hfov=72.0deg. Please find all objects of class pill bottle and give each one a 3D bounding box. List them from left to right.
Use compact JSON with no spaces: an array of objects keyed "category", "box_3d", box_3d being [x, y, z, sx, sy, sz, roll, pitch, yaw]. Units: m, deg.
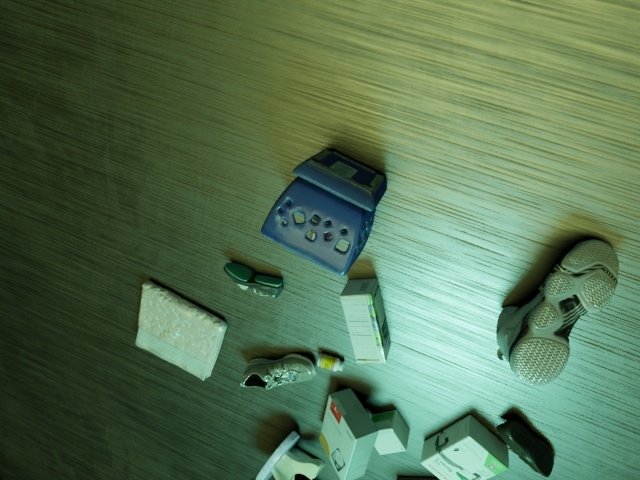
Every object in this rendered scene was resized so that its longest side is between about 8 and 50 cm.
[{"category":"pill bottle","box_3d":[0.034,0.398,1.430,0.083,0.043,0.043,12,119,15]}]

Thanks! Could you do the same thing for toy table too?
[{"category":"toy table","box_3d":[-0.110,0.847,1.616,0.161,0.252,0.274,37,129,20]}]

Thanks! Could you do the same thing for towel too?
[{"category":"towel","box_3d":[-0.521,0.337,1.610,0.331,0.053,0.317,26,122,6]}]

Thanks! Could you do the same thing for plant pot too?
[{"category":"plant pot","box_3d":[0.026,-0.087,1.083,0.235,0.236,0.212,28,117,7]}]

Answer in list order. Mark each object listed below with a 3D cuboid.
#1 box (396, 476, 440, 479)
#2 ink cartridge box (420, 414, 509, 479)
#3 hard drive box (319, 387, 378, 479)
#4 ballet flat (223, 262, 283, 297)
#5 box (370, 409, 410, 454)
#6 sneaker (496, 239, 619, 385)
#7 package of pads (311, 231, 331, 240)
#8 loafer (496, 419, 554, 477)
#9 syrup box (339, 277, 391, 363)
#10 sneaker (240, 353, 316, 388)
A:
[{"category":"box","box_3d":[0.365,0.936,1.501,0.203,0.167,0.169,-12,111,26]},{"category":"ink cartridge box","box_3d":[0.447,0.671,1.380,0.160,0.092,0.219,39,122,-1]},{"category":"hard drive box","box_3d":[0.087,0.640,1.450,0.181,0.089,0.232,48,136,48]},{"category":"ballet flat","box_3d":[-0.213,0.132,1.378,0.203,0.074,0.074,17,120,10]},{"category":"box","box_3d":[0.223,0.631,1.448,0.101,0.087,0.102,-25,105,29]},{"category":"sneaker","box_3d":[0.547,0.161,1.065,0.137,0.210,0.366,31,88,3]},{"category":"package of pads","box_3d":[0.000,0.000,1.234,0.050,0.032,0.083,25,147,5]},{"category":"loafer","box_3d":[0.607,0.609,1.308,0.220,0.080,0.078,49,154,-8]},{"category":"syrup box","box_3d":[0.135,0.236,1.280,0.096,0.093,0.237,-6,113,23]},{"category":"sneaker","box_3d":[-0.142,0.462,1.487,0.281,0.115,0.105,-14,109,27]}]
